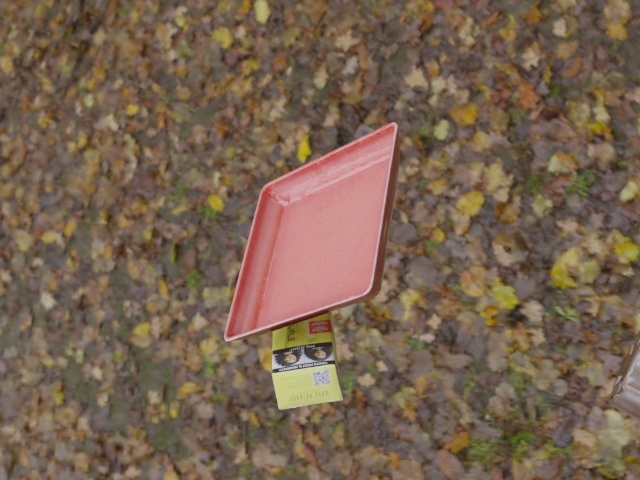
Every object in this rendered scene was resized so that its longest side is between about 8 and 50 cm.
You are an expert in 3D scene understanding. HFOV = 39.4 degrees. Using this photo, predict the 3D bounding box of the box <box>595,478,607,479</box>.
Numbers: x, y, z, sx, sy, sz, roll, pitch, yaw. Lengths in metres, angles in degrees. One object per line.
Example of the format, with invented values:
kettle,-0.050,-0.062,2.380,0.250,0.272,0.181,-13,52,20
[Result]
box,0.383,0.449,0.792,0.395,0.212,0.294,27,88,-1

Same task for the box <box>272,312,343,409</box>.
box,-0.021,0.142,1.227,0.087,0.232,0.058,-9,112,2

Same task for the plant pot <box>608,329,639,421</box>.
plant pot,0.502,0.206,1.238,0.165,0.167,0.167,25,95,16

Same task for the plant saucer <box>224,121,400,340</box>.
plant saucer,0.000,0.000,1.152,0.258,0.047,0.259,-22,43,40
